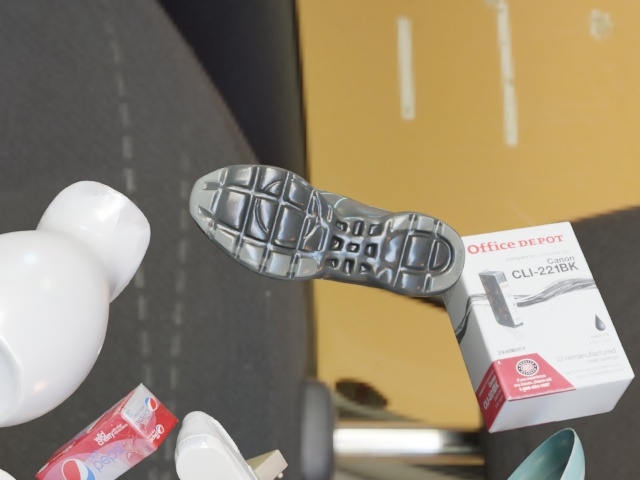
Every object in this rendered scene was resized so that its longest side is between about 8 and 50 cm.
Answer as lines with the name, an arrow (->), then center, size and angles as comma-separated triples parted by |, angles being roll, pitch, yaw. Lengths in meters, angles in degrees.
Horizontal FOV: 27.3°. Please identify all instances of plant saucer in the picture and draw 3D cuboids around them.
plant saucer -> 0.243, 0.380, 1.686 | 0.317, 0.044, 0.317 | -52, 178, -2

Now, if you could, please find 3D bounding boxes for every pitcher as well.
pitcher -> -0.220, 0.067, 0.967 | 0.177, 0.126, 0.207 | -60, 180, 27

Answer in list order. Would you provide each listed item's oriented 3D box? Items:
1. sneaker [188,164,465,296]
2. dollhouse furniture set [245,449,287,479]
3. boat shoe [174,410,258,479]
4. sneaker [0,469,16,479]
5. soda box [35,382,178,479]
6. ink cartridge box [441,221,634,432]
sneaker -> 0.000, 0.000, 1.257 | 0.106, 0.267, 0.101 | 175, -69, -76
dollhouse furniture set -> -0.109, 0.367, 1.652 | 0.151, 0.144, 0.123 | -37, 98, -48
boat shoe -> -0.080, 0.228, 1.183 | 0.184, 0.066, 0.063 | 57, 14, -33
sneaker -> -0.449, 0.485, 1.981 | 0.305, 0.114, 0.152 | 48, 26, -14
soda box -> -0.357, 0.347, 2.193 | 0.263, 0.092, 0.083 | -38, -172, 36
ink cartridge box -> 0.304, 0.120, 1.917 | 0.114, 0.197, 0.272 | 103, -25, -55
